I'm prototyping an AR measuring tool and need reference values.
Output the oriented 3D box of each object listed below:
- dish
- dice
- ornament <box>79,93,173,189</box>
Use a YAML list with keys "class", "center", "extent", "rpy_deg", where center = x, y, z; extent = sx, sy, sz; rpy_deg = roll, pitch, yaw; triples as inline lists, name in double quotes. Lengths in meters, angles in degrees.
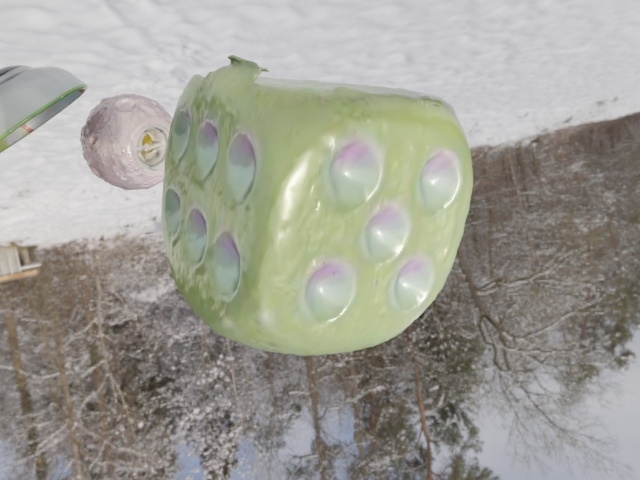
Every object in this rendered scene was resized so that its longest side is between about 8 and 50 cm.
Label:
- class: "dish"
  center: [-0.702, -0.307, 1.139]
  extent: [0.324, 0.124, 0.324]
  rpy_deg: [-29, -156, 14]
- class: "dice"
  center: [-0.012, -0.047, 0.541]
  extent: [0.250, 0.254, 0.252]
  rpy_deg: [-2, -160, -37]
- class: "ornament"
  center: [-0.512, -0.267, 1.359]
  extent: [0.225, 0.259, 0.259]
  rpy_deg: [16, -161, 34]
